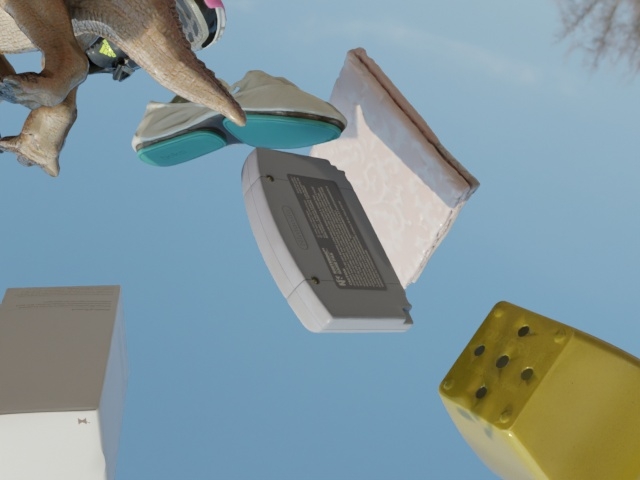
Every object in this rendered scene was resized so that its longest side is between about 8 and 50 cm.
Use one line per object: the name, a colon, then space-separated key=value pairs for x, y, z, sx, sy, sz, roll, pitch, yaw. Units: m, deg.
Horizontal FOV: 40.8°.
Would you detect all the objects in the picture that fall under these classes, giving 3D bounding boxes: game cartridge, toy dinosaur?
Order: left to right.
toy dinosaur: x=-0.171 y=-0.158 z=0.473 sx=0.295 sy=0.127 sz=0.201 roll=14 pitch=-109 yaw=13
game cartridge: x=0.000 y=0.000 z=1.210 sx=0.198 sy=0.062 sz=0.297 roll=2 pitch=-129 yaw=-38

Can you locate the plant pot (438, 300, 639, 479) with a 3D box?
plant pot: x=0.274 y=0.195 z=1.050 sx=0.187 sy=0.212 sz=0.212 roll=40 pitch=172 yaw=-28

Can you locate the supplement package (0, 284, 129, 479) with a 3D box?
supplement package: x=-0.372 y=0.212 z=1.203 sx=0.175 sy=0.178 sz=0.293 roll=-1 pitch=-152 yaw=-7

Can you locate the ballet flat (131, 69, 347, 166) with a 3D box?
ballet flat: x=-0.143 y=-0.215 z=1.421 sx=0.400 sy=0.139 sz=0.139 roll=-6 pitch=-156 yaw=27

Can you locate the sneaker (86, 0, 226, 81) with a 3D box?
sneaker: x=-0.133 y=-0.153 z=0.632 sx=0.074 sy=0.063 sz=0.170 roll=-39 pitch=-157 yaw=-30

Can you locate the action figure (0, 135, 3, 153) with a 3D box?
action figure: x=-0.574 y=-0.087 z=1.162 sx=0.185 sy=0.284 sz=0.099 roll=23 pitch=-138 yaw=-81

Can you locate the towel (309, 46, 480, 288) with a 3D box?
towel: x=0.107 y=-0.114 z=1.477 sx=0.053 sy=0.332 sz=0.317 roll=-28 pitch=-110 yaw=-29
